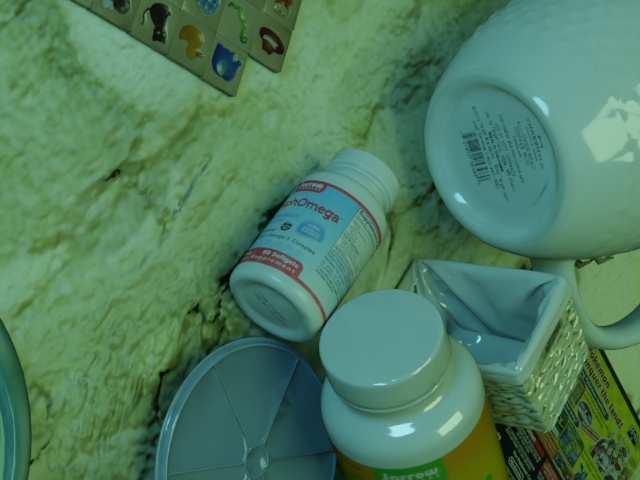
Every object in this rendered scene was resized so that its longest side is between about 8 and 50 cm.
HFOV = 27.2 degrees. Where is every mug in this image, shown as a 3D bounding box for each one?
[{"bbox_3d":[0.278,-0.077,1.264,0.328,0.276,0.374,-24,111,-36],"label":"mug"}]

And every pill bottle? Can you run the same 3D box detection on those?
[{"bbox_3d":[0.000,0.000,1.105,0.160,0.087,0.087,-55,128,-30],"label":"pill bottle"},{"bbox_3d":[0.078,0.159,1.115,0.136,0.136,0.246,-53,142,-31],"label":"pill bottle"}]

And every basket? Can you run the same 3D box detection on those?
[{"bbox_3d":[0.149,0.096,1.214,0.113,0.167,0.103,-58,135,-28],"label":"basket"}]

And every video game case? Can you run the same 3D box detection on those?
[{"bbox_3d":[0.232,0.205,1.372,0.248,0.035,0.275,-50,122,-32],"label":"video game case"}]

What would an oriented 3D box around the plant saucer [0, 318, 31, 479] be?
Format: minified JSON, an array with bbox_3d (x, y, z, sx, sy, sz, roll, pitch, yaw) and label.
[{"bbox_3d":[-0.305,0.141,0.823,0.317,0.043,0.318,-2,92,-47],"label":"plant saucer"}]

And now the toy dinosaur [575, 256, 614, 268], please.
[{"bbox_3d":[0.282,-0.017,1.441,0.183,0.053,0.093,-22,91,-47],"label":"toy dinosaur"}]

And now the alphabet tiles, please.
[{"bbox_3d":[-0.096,-0.236,1.052,0.237,0.009,0.198,28,71,-44],"label":"alphabet tiles"}]

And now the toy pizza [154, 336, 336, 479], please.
[{"bbox_3d":[-0.063,0.179,1.087,0.201,0.032,0.201,-1,91,-46],"label":"toy pizza"}]
